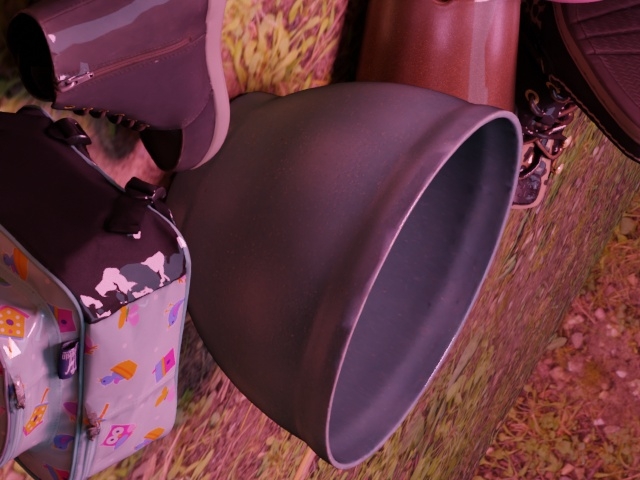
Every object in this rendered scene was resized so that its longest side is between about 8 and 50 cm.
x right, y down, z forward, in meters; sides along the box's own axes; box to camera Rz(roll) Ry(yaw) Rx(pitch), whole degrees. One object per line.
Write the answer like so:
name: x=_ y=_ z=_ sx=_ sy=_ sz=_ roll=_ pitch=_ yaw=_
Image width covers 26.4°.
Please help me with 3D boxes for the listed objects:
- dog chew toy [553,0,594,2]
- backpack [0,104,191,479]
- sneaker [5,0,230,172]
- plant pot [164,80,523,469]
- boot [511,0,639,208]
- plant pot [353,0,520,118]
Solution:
dog chew toy: x=0.183 y=-0.314 z=0.993 sx=0.206 sy=0.207 sz=0.332 roll=-60 pitch=159 yaw=-9
backpack: x=-0.159 y=0.047 z=0.753 sx=0.144 sy=0.166 sz=0.188 roll=-36 pitch=146 yaw=-30
sneaker: x=-0.124 y=-0.097 z=0.818 sx=0.118 sy=0.083 sz=0.222 roll=-33 pitch=157 yaw=-21
plant pot: x=0.000 y=0.000 z=1.044 sx=0.293 sy=0.196 sz=0.293 roll=-52 pitch=157 yaw=-32
boot: x=0.224 y=-0.140 z=1.286 sx=0.138 sy=0.377 sz=0.284 roll=-10 pitch=140 yaw=-21
plant pot: x=0.103 y=-0.157 z=1.181 sx=0.167 sy=0.167 sz=0.165 roll=-39 pitch=142 yaw=-49
